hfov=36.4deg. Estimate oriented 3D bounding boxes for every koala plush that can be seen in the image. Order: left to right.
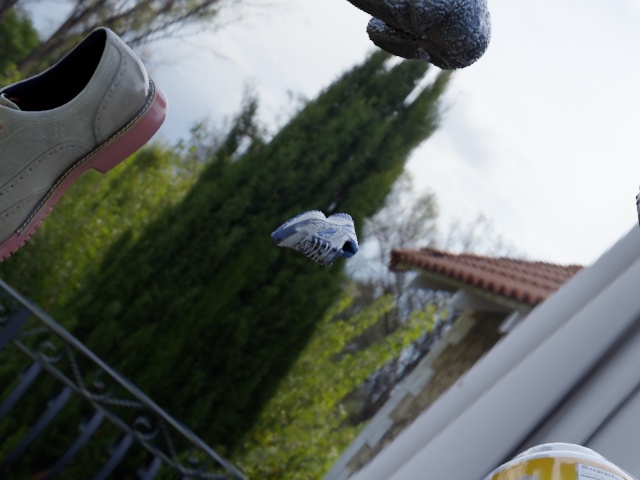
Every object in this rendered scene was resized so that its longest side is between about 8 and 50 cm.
[{"bbox_3d":[0.162,-0.348,1.222,0.203,0.221,0.196,28,-6,32],"label":"koala plush"}]

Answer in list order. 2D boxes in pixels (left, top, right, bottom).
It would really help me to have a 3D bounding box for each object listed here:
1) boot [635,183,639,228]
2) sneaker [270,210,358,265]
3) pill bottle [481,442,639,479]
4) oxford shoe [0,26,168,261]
[{"bbox_3d":[0.232,-0.098,0.520,0.091,0.229,0.263,17,40,-5],"label":"boot"},{"bbox_3d":[0.000,0.000,1.155,0.135,0.052,0.058,-4,64,-47],"label":"sneaker"},{"bbox_3d":[0.117,0.178,0.467,0.117,0.117,0.215,41,17,2],"label":"pill bottle"},{"bbox_3d":[-0.323,-0.086,0.986,0.123,0.348,0.130,37,-16,37],"label":"oxford shoe"}]
